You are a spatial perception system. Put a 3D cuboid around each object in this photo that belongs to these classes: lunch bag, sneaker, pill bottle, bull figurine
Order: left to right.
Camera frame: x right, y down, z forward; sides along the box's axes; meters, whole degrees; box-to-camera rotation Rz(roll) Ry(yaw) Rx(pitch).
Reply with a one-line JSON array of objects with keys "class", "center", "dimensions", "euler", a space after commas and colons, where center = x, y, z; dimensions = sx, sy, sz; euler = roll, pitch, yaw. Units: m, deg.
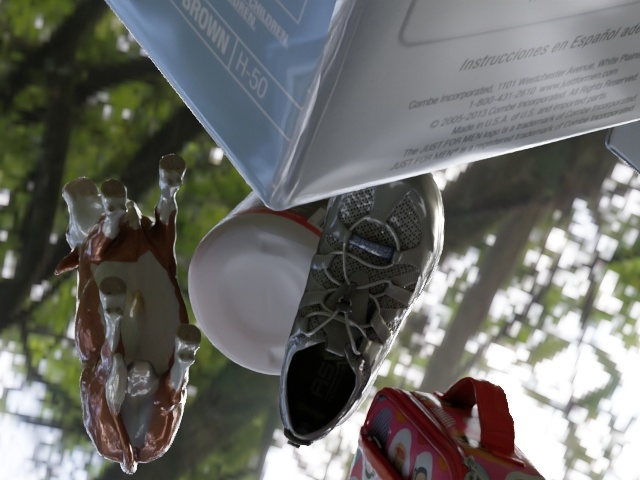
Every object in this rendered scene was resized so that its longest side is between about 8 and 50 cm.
[{"class": "bull figurine", "center": [-0.165, 0.043, 1.654], "dimensions": [0.101, 0.188, 0.310], "euler": [-2, -128, -16]}, {"class": "pill bottle", "center": [0.000, 0.000, 1.849], "dimensions": [0.161, 0.161, 0.283], "euler": [26, -150, 10]}, {"class": "sneaker", "center": [0.033, 0.057, 1.632], "dimensions": [0.105, 0.281, 0.115], "euler": [17, -155, 5]}, {"class": "lunch bag", "center": [0.098, 0.238, 1.566], "dimensions": [0.120, 0.258, 0.293], "euler": [15, -173, -14]}]

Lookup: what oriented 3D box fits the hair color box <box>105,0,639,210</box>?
[{"class": "hair color box", "center": [0.081, -0.192, 0.494], "dimensions": [0.185, 0.374, 0.113], "euler": [-15, -127, -35]}]

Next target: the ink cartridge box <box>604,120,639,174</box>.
[{"class": "ink cartridge box", "center": [0.241, 0.013, 0.857], "dimensions": [0.332, 0.065, 0.165], "euler": [49, -166, 33]}]
